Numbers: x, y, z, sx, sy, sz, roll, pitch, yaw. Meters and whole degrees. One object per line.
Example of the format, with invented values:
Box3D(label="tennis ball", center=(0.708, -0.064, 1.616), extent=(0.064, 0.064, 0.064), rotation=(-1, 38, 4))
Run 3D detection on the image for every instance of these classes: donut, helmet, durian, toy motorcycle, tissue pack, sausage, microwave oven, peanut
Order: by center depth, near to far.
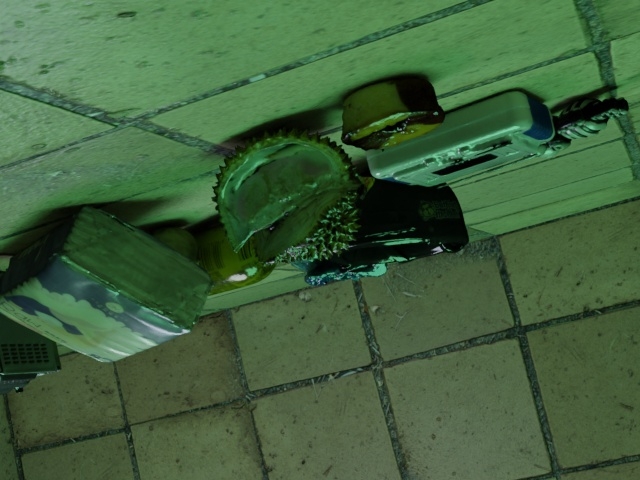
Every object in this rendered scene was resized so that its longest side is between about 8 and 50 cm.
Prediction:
Box3D(label="donut", center=(0.084, -0.154, 1.246), extent=(0.140, 0.059, 0.140), rotation=(-13, 172, -2))
Box3D(label="durian", center=(-0.015, -0.070, 1.332), extent=(0.237, 0.193, 0.138), rotation=(-6, -159, 35))
Box3D(label="tissue pack", center=(-0.357, 0.082, 1.620), extent=(0.242, 0.125, 0.344), rotation=(31, 149, -24))
Box3D(label="helmet", center=(0.115, -0.047, 1.717), extent=(0.279, 0.160, 0.230), rotation=(8, 164, -43))
Box3D(label="peanut", center=(-0.282, 0.044, 1.783), extent=(0.159, 0.109, 0.140), rotation=(-49, 177, 1))
Box3D(label="microwave oven", center=(-0.704, 0.206, 1.883), extent=(0.355, 0.218, 0.286), rotation=(-15, 174, 8))
Box3D(label="sausage", center=(-0.201, 0.039, 1.884), extent=(0.347, 0.123, 0.123), rotation=(-15, 174, 44))
Box3D(label="toy motorcycle", center=(0.000, 0.000, 1.915), extent=(0.260, 0.154, 0.206), rotation=(8, 156, -5))

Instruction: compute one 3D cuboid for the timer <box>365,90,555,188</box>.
Box3D(label="timer", center=(0.209, -0.140, 1.513), extent=(0.253, 0.078, 0.178), rotation=(-17, 171, 27))

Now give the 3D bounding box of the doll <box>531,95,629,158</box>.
Box3D(label="doll", center=(0.377, -0.174, 1.604), extent=(0.219, 0.067, 0.091), rotation=(-18, 174, 43))
